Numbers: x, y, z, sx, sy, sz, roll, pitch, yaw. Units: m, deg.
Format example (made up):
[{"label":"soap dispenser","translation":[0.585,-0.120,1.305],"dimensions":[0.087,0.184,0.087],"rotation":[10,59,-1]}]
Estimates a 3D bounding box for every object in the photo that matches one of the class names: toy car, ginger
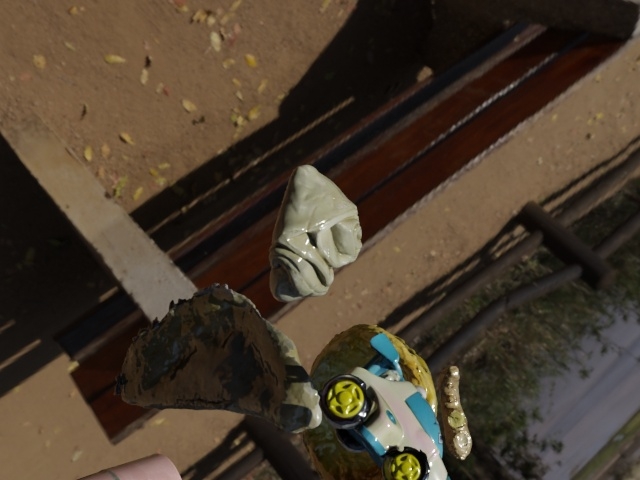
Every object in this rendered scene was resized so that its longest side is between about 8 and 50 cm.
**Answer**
[{"label":"toy car","translation":[0.076,0.174,0.644],"dimensions":[0.098,0.161,0.126],"rotation":[-44,152,-12]},{"label":"ginger","translation":[0.241,0.312,1.275],"dimensions":[0.051,0.173,0.069],"rotation":[-13,-178,2]}]

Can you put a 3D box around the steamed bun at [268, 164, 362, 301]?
[{"label":"steamed bun","translation":[0.000,0.001,1.217],"dimensions":[0.211,0.144,0.218],"rotation":[88,17,-57]}]

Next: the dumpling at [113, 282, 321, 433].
[{"label":"dumpling","translation":[-0.120,0.143,0.883],"dimensions":[0.086,0.332,0.166],"rotation":[26,68,-54]}]

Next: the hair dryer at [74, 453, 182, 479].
[{"label":"hair dryer","translation":[-0.309,0.495,0.990],"dimensions":[0.210,0.125,0.353],"rotation":[-8,108,-39]}]

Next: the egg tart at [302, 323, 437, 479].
[{"label":"egg tart","translation":[0.092,0.288,1.147],"dimensions":[0.123,0.294,0.294],"rotation":[11,119,-45]}]
